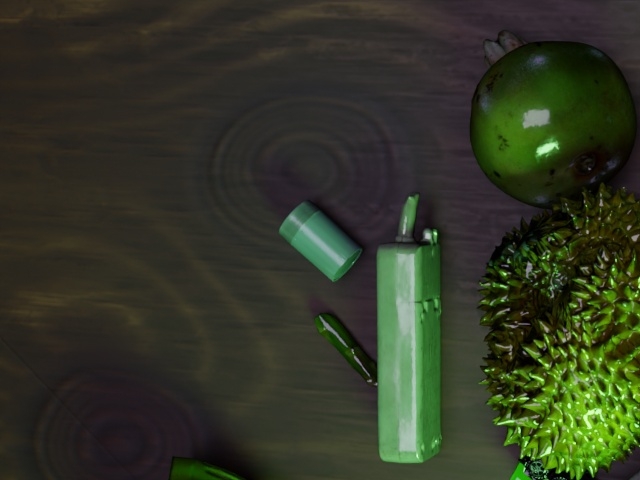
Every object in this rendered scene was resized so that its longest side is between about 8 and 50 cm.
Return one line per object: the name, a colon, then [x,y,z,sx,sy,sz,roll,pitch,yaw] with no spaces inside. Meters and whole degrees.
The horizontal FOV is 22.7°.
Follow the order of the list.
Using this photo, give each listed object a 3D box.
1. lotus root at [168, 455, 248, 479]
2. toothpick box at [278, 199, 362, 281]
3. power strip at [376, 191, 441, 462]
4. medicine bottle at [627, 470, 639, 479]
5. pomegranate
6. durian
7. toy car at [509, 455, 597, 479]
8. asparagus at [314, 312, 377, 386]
lotus root: [-0.096,0.338,1.763,0.186,0.186,0.186,1,92,18]
toothpick box: [0.000,0.000,1.769,0.083,0.052,0.052,43,103,11]
power strip: [0.097,0.092,1.718,0.053,0.093,0.288,0,91,21]
medicine bottle: [0.439,0.380,1.530,0.211,0.211,0.371,-37,90,16]
pomegranate: [0.226,-0.137,1.644,0.180,0.180,0.210,-44,51,14]
durian: [0.275,0.088,1.580,0.224,0.291,0.291,8,95,-26]
toy car: [0.275,0.278,1.679,0.165,0.071,0.062,39,117,13]
asparagus: [0.033,0.124,1.778,0.025,0.021,0.108,-45,79,19]
